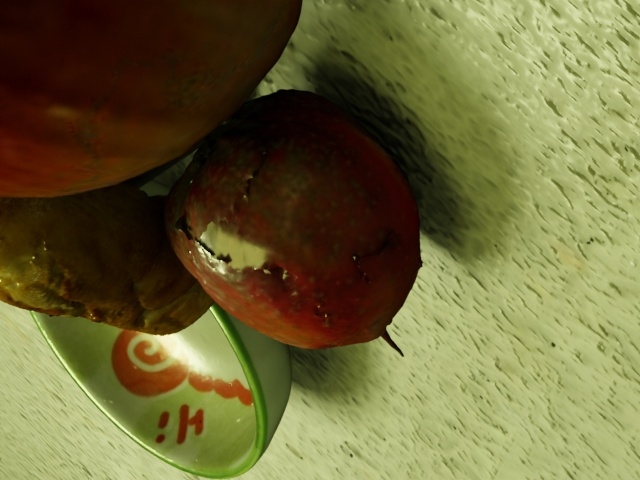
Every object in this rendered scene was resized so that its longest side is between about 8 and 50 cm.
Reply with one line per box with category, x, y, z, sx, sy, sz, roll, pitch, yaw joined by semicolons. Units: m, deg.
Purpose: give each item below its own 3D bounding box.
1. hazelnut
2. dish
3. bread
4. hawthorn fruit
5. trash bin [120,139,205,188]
hazelnut;-0.190;-0.210;1.169;0.409;0.359;0.359;24;144;37
dish;-0.133;0.054;1.651;0.324;0.124;0.324;31;143;27
bread;-0.169;0.012;1.321;0.084;0.124;0.344;40;-173;23
hawthorn fruit;0.000;0.000;1.321;0.235;0.181;0.181;44;159;-26
trash bin;-0.230;-0.137;1.454;0.290;0.209;0.182;42;155;30
